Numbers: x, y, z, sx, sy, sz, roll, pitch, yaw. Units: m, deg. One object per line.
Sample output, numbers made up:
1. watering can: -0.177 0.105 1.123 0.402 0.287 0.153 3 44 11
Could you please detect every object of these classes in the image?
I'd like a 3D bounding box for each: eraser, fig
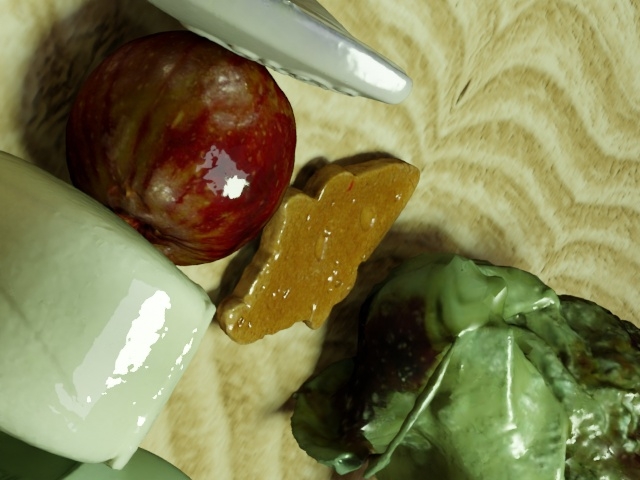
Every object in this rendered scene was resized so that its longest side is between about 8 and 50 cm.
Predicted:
1. eraser: -0.075 -0.174 0.841 0.243 0.204 0.059 17 114 -36
2. fig: -0.085 -0.090 0.893 0.207 0.175 0.175 -61 149 -21

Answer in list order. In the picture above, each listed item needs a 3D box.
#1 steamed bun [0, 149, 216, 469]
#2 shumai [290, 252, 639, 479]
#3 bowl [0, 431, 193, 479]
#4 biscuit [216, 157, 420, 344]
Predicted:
1. steamed bun: -0.190 0.030 0.771 0.164 0.241 0.146 35 83 -29
2. shumai: 0.173 0.157 1.285 0.395 0.395 0.348 -52 125 -15
3. bowl: -0.213 0.227 0.812 0.354 0.353 0.185 -24 113 -43
4. biscuit: 0.000 0.000 1.172 0.280 0.043 0.183 -44 147 -33
